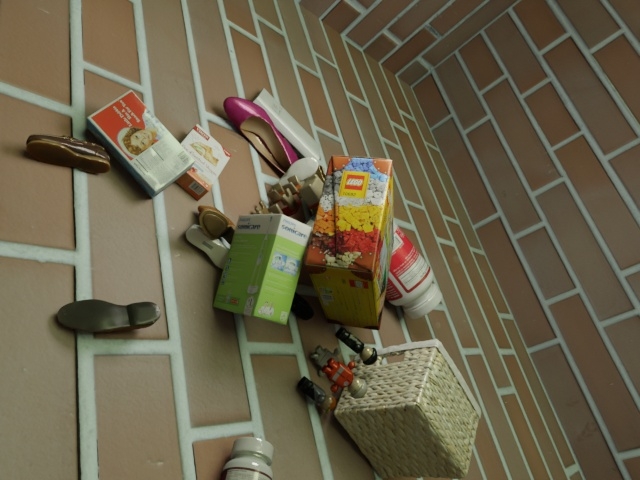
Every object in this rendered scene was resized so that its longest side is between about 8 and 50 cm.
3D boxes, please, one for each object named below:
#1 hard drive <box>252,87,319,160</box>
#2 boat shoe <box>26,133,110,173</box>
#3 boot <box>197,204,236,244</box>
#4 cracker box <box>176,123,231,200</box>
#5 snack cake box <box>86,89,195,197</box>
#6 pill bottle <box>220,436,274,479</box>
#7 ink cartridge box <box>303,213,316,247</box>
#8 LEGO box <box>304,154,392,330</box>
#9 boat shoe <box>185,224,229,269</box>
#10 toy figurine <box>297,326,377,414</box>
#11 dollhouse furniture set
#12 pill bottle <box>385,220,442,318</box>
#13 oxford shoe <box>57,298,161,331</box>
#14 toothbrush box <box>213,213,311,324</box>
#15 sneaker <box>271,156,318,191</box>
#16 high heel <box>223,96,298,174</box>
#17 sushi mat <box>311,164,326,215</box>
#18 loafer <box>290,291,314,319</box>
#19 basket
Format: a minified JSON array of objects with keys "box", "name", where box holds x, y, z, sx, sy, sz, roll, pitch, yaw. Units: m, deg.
[{"box":[-0.140,-0.492,2.076,0.353,0.047,0.233,43,19,-19],"name":"hard drive"},{"box":[-0.643,-0.230,1.237,0.207,0.073,0.073,16,48,-54],"name":"boat shoe"},{"box":[-0.326,-0.066,1.440,0.152,0.073,0.197,44,-4,33],"name":"boot"},{"box":[-0.399,-0.259,1.573,0.156,0.067,0.232,41,35,-21],"name":"cracker box"},{"box":[-0.507,-0.270,1.371,0.152,0.089,0.264,-45,101,-24],"name":"snack cake box"},{"box":[-0.174,0.576,1.098,0.121,0.121,0.221,39,36,-25],"name":"pill bottle"},{"box":[0.000,0.000,1.868,0.181,0.062,0.104,52,33,-8],"name":"ink cartridge box"},{"box":[0.118,0.029,1.564,0.500,0.193,0.372,73,27,-61],"name":"LEGO box"},{"box":[-0.321,0.019,1.445,0.184,0.066,0.063,35,17,-16],"name":"boat shoe"},{"box":[0.056,0.396,1.465,0.148,0.209,0.213,39,35,-8],"name":"toy figurine"},{"box":[-0.092,-0.110,1.667,0.135,0.259,0.262,55,33,-23],"name":"dollhouse furniture set"},{"box":[0.321,0.121,2.026,0.407,0.229,0.229,51,33,-8],"name":"pill bottle"},{"box":[-0.481,0.182,1.099,0.213,0.076,0.076,7,57,-30],"name":"oxford shoe"},{"box":[-0.165,0.076,1.360,0.122,0.206,0.282,23,75,-41],"name":"toothbrush box"},{"box":[-0.095,-0.247,1.825,0.080,0.212,0.094,51,19,-11],"name":"sneaker"},{"box":[-0.218,-0.395,1.857,0.377,0.127,0.181,32,29,-38],"name":"high heel"},{"box":[-0.004,-0.167,1.831,0.019,0.316,0.151,-21,84,-14],"name":"sushi mat"},{"box":[-0.094,0.196,1.596,0.170,0.062,0.061,45,13,-23],"name":"loafer"},{"box":[0.273,0.533,1.504,0.331,0.329,0.266,57,37,-17],"name":"basket"}]
